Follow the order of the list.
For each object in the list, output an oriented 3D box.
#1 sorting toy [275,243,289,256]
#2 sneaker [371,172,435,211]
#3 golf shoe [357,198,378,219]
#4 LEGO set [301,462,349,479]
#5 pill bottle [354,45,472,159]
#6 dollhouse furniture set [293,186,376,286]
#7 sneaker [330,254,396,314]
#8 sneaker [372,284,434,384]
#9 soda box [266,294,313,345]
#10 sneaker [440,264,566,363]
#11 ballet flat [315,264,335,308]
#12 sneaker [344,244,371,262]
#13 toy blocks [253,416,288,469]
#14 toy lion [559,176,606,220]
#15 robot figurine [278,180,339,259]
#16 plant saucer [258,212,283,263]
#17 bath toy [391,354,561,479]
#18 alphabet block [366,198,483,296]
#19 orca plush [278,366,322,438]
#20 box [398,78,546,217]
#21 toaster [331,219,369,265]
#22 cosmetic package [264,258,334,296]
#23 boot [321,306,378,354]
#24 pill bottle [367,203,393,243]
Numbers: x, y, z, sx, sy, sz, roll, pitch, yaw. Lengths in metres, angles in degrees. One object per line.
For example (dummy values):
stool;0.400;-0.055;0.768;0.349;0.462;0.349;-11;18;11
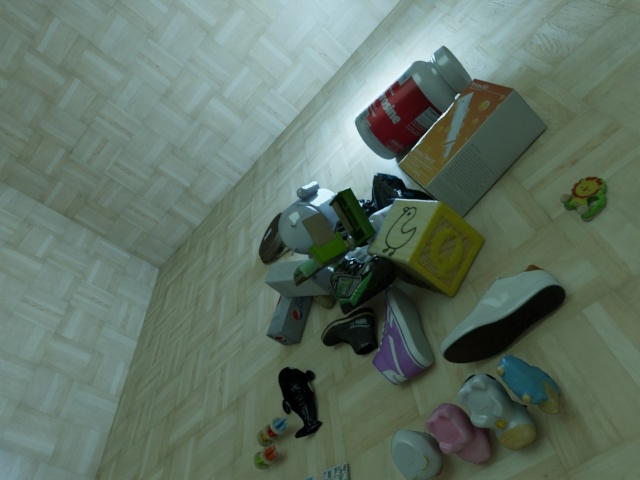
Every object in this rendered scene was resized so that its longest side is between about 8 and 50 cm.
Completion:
sorting toy;-0.134;-0.039;2.220;0.208;0.038;0.193;-33;33;37
sneaker;0.269;-0.110;1.583;0.341;0.125;0.139;-125;43;-58
golf shoe;0.170;-0.067;1.593;0.077;0.094;0.198;-25;42;-17
LEGO set;-0.018;0.686;1.190;0.244;0.060;0.182;-32;29;22
pill bottle;0.340;-0.503;1.759;0.408;0.229;0.229;-38;31;31
dollhouse furniture set;0.000;0.000;1.416;0.197;0.151;0.301;-28;-8;-23
sneaker;0.096;0.109;1.350;0.134;0.146;0.343;-30;-9;-23
sneaker;0.187;0.251;1.279;0.161;0.102;0.282;-46;27;26
soda box;-0.099;0.239;1.776;0.098;0.091;0.286;-23;40;47
sneaker;0.386;0.163;1.060;0.290;0.106;0.123;-36;26;13
ballet flat;0.010;0.145;1.724;0.080;0.073;0.232;-45;27;23
sneaker;0.150;0.068;1.493;0.305;0.114;0.152;-41;4;27
toy blocks;-0.142;0.601;1.432;0.148;0.054;0.123;-52;23;37
toy lion;0.603;-0.101;1.079;0.096;0.034;0.100;-40;29;11
robot figurine;-0.030;-0.075;1.827;0.200;0.300;0.353;0;26;28
plant saucer;-0.226;-0.022;2.303;0.278;0.041;0.278;-51;22;31
bath toy;0.294;0.366;0.941;0.348;0.129;0.151;-46;64;27
alphabet block;0.280;0.014;1.296;0.192;0.193;0.197;-61;27;-9
orca plush;-0.095;0.478;1.474;0.151;0.102;0.287;-46;28;18
box;0.432;-0.272;1.404;0.345;0.168;0.215;-49;27;11
toaster;0.108;0.004;1.686;0.186;0.110;0.168;-23;40;48
cosmetic package;-0.072;0.132;1.656;0.231;0.117;0.085;-10;50;41
boot;0.082;0.301;1.429;0.198;0.077;0.137;-41;35;29
pill bottle;0.198;-0.051;1.409;0.160;0.087;0.087;-27;15;-26
